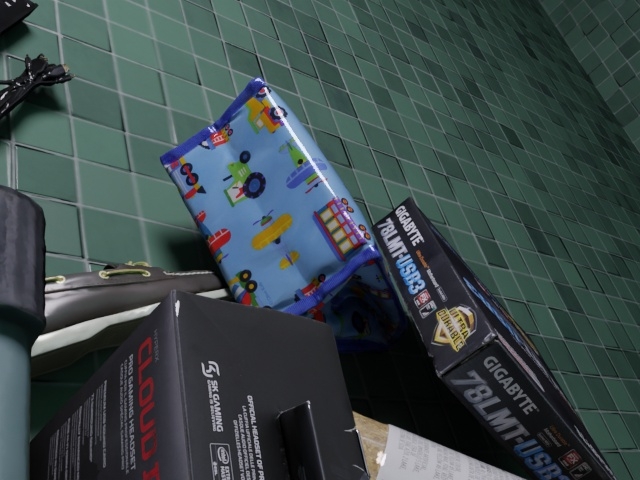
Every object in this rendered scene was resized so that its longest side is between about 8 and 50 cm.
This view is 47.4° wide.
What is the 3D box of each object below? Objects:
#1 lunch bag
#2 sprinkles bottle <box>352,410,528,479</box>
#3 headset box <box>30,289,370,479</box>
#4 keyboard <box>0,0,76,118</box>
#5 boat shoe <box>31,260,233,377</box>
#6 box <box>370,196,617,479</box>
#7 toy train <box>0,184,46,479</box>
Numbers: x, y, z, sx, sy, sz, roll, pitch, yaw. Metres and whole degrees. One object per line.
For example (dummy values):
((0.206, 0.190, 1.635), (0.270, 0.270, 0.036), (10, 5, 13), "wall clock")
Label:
((0.000, 0.000, 0.780), (0.221, 0.138, 0.293), (58, 12, 25), "lunch bag")
((0.118, 0.236, 0.592), (0.355, 0.121, 0.121), (22, 36, 3), "sprinkles bottle")
((-0.080, 0.182, 0.386), (0.110, 0.293, 0.218), (18, 45, -36), "headset box")
((-0.358, -0.168, 0.674), (0.201, 0.033, 0.317), (32, 37, -10), "keyboard")
((-0.169, 0.050, 0.611), (0.227, 0.081, 0.069), (-13, 69, -49), "boat shoe")
((0.191, 0.126, 0.808), (0.295, 0.073, 0.293), (47, 12, -26), "box")
((-0.225, 0.119, 0.385), (0.142, 0.190, 0.334), (17, 44, -35), "toy train")
